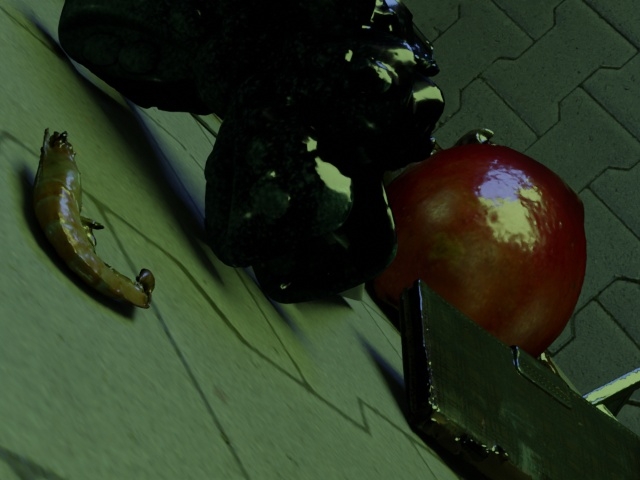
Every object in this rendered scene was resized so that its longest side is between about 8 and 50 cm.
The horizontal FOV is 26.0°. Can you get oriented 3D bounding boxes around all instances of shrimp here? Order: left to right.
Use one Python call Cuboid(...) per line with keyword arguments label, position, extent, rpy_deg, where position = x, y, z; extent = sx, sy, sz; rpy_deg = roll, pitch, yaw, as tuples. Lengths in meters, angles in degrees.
Cuboid(label="shrimp", position=(-0.109, -0.008, 0.662), extent=(0.083, 0.023, 0.114), rpy_deg=(47, 12, -38))

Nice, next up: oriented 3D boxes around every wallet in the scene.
Cuboid(label="wallet", position=(0.185, 0.170, 1.179), extent=(0.317, 0.044, 0.169), rpy_deg=(36, 31, -26))

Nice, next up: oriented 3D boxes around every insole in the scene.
Cuboid(label="insole", position=(-0.088, -0.094, 1.366), extent=(0.197, 0.004, 0.065), rpy_deg=(43, 9, -39))

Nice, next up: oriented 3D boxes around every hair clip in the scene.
Cuboid(label="hair clip", position=(-0.036, -0.119, 0.960), extent=(0.310, 0.206, 0.194), rpy_deg=(51, 5, 28))

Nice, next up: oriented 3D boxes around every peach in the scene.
Cuboid(label="peach", position=(0.158, 0.041, 1.547), extent=(0.281, 0.281, 0.338), rpy_deg=(48, 41, -6))

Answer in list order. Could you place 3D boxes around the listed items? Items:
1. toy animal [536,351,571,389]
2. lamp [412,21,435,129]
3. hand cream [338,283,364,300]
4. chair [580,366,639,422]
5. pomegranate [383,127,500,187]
Cuboid(label="toy animal", position=(0.290, 0.159, 2.035), extent=(0.260, 0.087, 0.243), rpy_deg=(55, 7, 22))
Cuboid(label="lamp", position=(0.051, -0.148, 1.601), extent=(0.147, 0.227, 0.172), rpy_deg=(45, 8, -32))
Cuboid(label="hand cream", position=(0.000, 0.000, 1.142), extent=(0.133, 0.083, 0.248), rpy_deg=(51, -3, 0))
Cuboid(label="chair", position=(0.275, 0.242, 1.381), extent=(0.270, 0.147, 0.136), rpy_deg=(-19, 56, -35))
Cuboid(label="pomegranate", position=(0.134, -0.057, 1.786), extent=(0.179, 0.211, 0.179), rpy_deg=(0, 90, -85))
